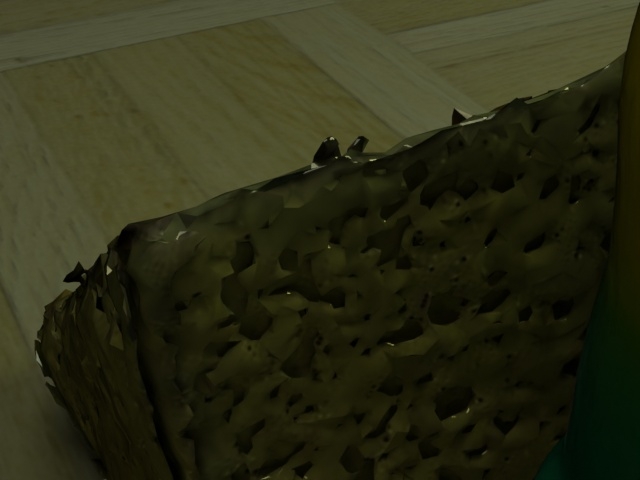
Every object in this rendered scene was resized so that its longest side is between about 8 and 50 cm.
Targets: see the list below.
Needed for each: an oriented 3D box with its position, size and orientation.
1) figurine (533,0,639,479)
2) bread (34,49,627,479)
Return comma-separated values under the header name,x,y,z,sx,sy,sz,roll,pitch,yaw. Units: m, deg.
name,x,y,z,sx,sy,sz,roll,pitch,yaw
figurine,0.174,0.033,0.473,0.231,0.340,0.323,2,25,16
bread,0.000,0.000,0.679,0.248,0.279,0.315,-24,42,-19
